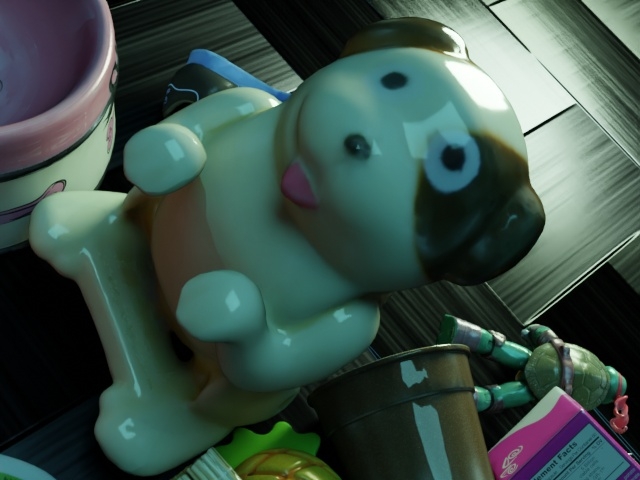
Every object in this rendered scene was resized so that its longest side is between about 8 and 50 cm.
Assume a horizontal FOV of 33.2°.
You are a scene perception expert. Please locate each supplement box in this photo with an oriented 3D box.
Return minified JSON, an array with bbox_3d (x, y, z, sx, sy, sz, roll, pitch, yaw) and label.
[{"bbox_3d":[0.280,0.264,1.051,0.114,0.111,0.220,-43,92,2],"label":"supplement box"}]

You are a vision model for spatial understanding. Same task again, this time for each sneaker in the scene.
[{"bbox_3d":[-0.067,-0.128,1.218,0.232,0.081,0.090,26,70,5],"label":"sneaker"}]

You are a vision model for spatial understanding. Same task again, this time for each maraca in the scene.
[{"bbox_3d":[-0.036,0.231,0.966,0.127,0.099,0.186,-3,34,-15],"label":"maraca"}]

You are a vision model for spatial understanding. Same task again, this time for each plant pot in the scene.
[{"bbox_3d":[0.089,0.204,1.015,0.166,0.167,0.165,-5,66,-31],"label":"plant pot"}]

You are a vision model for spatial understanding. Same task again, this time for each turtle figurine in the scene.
[{"bbox_3d":[0.242,0.154,1.164,0.234,0.118,0.175,12,52,-13],"label":"turtle figurine"}]

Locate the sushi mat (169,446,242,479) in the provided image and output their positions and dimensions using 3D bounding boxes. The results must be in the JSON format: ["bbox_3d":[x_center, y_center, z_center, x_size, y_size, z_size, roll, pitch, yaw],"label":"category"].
[{"bbox_3d":[-0.041,0.332,0.875,0.316,0.151,0.019,46,6,9],"label":"sushi mat"}]

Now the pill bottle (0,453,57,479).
[{"bbox_3d":[-0.272,0.287,0.768,0.136,0.136,0.246,19,50,-15],"label":"pill bottle"}]

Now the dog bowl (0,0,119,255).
[{"bbox_3d":[-0.384,-0.185,1.049,0.407,0.150,0.408,14,52,-19],"label":"dog bowl"}]

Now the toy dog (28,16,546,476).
[{"bbox_3d":[0.000,0.000,0.926,0.395,0.408,0.285,3,63,-39],"label":"toy dog"}]
